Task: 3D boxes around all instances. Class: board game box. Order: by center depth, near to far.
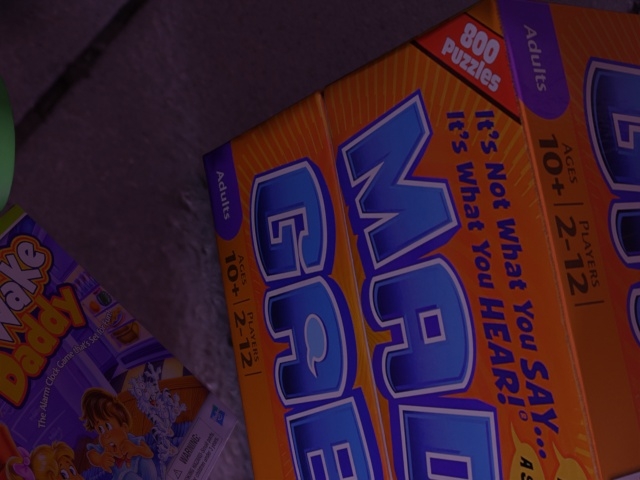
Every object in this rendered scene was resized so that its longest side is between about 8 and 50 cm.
[{"bbox_3d":[-0.213,0.160,0.646,0.233,0.078,0.347,46,33,-12],"label":"board game box"},{"bbox_3d":[0.168,0.051,0.837,0.356,0.356,0.356,-4,80,-37],"label":"board game box"}]

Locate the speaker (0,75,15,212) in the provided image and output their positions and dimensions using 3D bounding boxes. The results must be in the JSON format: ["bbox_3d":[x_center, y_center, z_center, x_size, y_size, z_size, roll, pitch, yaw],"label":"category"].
[{"bbox_3d":[-0.356,-0.063,0.659,0.296,0.131,0.131,-3,74,-34],"label":"speaker"}]
